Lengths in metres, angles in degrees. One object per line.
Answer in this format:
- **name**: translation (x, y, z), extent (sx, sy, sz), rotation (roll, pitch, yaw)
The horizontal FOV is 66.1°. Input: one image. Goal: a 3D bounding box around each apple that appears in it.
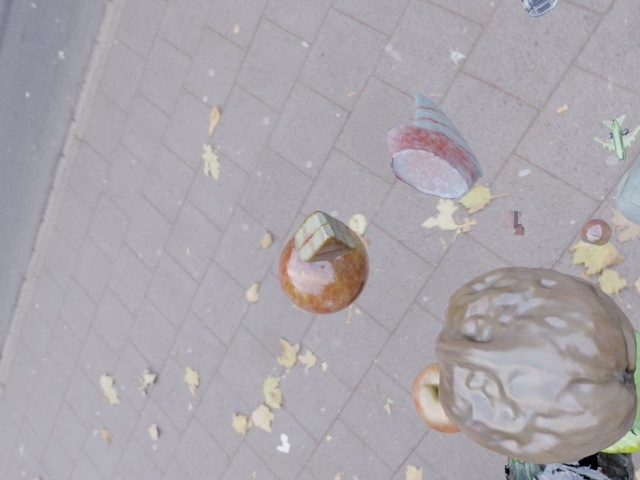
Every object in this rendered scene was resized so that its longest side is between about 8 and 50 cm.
- **apple**: translation (0.372, 0.464, 1.465), extent (0.210, 0.164, 0.209), rotation (-14, 49, 16)
- **apple**: translation (0.007, 0.053, 1.001), extent (0.188, 0.188, 0.173), rotation (40, 151, 22)

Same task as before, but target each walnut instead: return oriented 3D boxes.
- **walnut**: translation (0.281, 0.166, 0.675), extent (0.273, 0.227, 0.273), rotation (20, 118, 43)

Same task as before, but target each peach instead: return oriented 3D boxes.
- **peach**: translation (0.787, -0.024, 1.406), extent (0.083, 0.083, 0.083), rotation (3, 96, 31)

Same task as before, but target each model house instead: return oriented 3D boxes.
- **model house**: translation (0.675, -0.060, 1.699), extent (0.057, 0.058, 0.083), rotation (3, 91, 13)

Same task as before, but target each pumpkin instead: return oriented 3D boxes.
- **pumpkin**: translation (0.587, 0.512, 1.117), extent (0.296, 0.296, 0.295), rotation (3, 96, 31)

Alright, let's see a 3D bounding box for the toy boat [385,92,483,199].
- **toy boat**: translation (0.230, -0.208, 0.989), extent (0.206, 0.282, 0.096), rotation (20, 132, -6)

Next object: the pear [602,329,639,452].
- **pear**: translation (0.481, 0.240, 0.898), extent (0.288, 0.239, 0.139), rotation (25, 142, 40)

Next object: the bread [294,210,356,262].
- **bread**: translation (0.000, 0.000, 0.579), extent (0.062, 0.109, 0.043), rotation (-26, 74, 17)

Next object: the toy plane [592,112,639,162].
- **toy plane**: translation (0.703, -0.239, 1.159), extent (0.102, 0.040, 0.111), rotation (-11, 98, 49)

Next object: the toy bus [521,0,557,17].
- **toy bus**: translation (0.498, -0.625, 1.169), extent (0.079, 0.077, 0.174), rotation (-25, 116, 36)

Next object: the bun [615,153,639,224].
- **bun**: translation (0.949, -0.177, 1.277), extent (0.354, 0.354, 0.194), rotation (-32, 66, 29)
